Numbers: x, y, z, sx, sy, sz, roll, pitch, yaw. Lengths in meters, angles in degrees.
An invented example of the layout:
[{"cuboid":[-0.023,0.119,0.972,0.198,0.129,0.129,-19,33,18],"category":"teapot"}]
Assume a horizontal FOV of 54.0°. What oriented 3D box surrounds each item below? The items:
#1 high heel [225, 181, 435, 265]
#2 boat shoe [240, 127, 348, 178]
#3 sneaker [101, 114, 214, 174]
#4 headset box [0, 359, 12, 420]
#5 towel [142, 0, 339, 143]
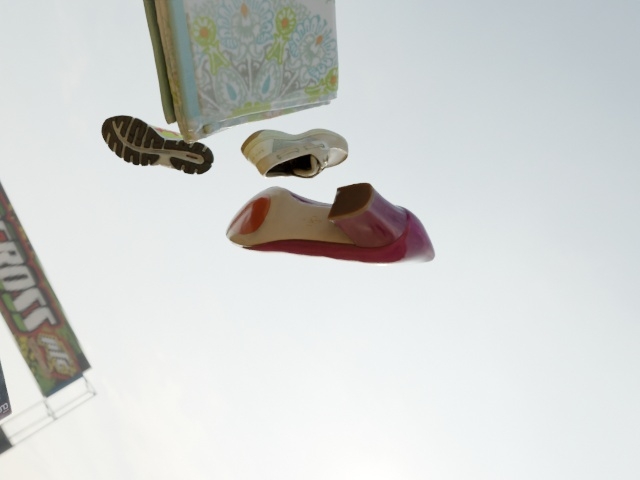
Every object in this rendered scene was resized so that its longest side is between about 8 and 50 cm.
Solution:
[{"cuboid":[0.000,0.000,1.042,0.377,0.127,0.181,0,-31,48],"category":"high heel"},{"cuboid":[-0.036,-0.177,1.373,0.109,0.302,0.098,-48,-116,33],"category":"boat shoe"},{"cuboid":[-0.299,-0.173,1.161,0.208,0.094,0.082,20,-80,-11],"category":"sneaker"},{"cuboid":[-0.643,0.224,1.026,0.110,0.218,0.294,-6,-80,15],"category":"headset box"},{"cuboid":[-0.118,-0.368,1.001,0.090,0.320,0.375,25,-52,46],"category":"towel"}]
